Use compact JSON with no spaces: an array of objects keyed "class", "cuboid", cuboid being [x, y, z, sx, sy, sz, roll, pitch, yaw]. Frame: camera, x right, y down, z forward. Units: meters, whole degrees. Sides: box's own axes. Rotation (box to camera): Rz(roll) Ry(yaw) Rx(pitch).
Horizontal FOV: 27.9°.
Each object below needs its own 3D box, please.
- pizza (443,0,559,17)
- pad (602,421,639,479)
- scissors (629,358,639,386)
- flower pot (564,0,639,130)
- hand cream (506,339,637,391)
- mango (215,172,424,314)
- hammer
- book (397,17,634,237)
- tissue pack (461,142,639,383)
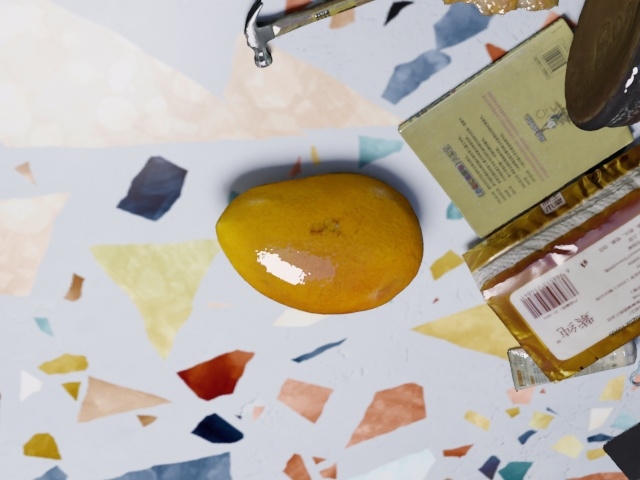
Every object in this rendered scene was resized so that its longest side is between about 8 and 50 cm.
[{"class":"pizza","cuboid":[0.110,-0.275,1.118,0.246,0.058,0.127,15,113,-17]},{"class":"pad","cuboid":[0.429,0.268,1.597,0.112,0.003,0.157,-34,124,13]},{"class":"scissors","cuboid":[0.374,0.137,1.493,0.036,0.006,0.083,-13,126,-1]},{"class":"flower pot","cuboid":[0.376,-0.156,1.148,0.267,0.266,0.266,15,121,-7]},{"class":"hand cream","cuboid":[0.285,0.135,1.459,0.143,0.039,0.061,-11,125,6]},{"class":"mango","cuboid":[0.002,0.003,1.263,0.217,0.102,0.141,11,115,-21]},{"class":"hammer","cuboid":[0.016,-0.216,1.167,0.182,0.017,0.062,-21,126,1]},{"class":"book","cuboid":[0.198,-0.107,1.281,0.192,0.013,0.168,-33,124,12]},{"class":"tissue pack","cuboid":[0.291,0.029,1.346,0.226,0.092,0.183,-35,127,11]}]
